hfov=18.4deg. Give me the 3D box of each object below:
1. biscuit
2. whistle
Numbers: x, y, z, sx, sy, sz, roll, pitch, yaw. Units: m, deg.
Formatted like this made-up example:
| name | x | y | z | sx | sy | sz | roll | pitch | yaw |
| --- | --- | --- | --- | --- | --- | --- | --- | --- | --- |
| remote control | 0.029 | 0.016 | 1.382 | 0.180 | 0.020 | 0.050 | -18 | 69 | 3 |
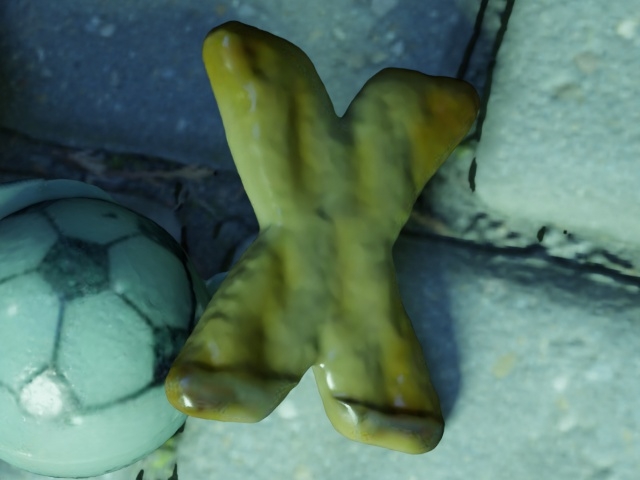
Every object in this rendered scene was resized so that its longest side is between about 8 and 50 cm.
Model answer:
| name | x | y | z | sx | sy | sz | roll | pitch | yaw |
| --- | --- | --- | --- | --- | --- | --- | --- | --- | --- |
| biscuit | 0.001 | 0.000 | 1.037 | 0.047 | 0.164 | 0.208 | -15 | 65 | 59 |
| whistle | -0.166 | 0.056 | 1.052 | 0.290 | 0.163 | 0.163 | -10 | 71 | -8 |
